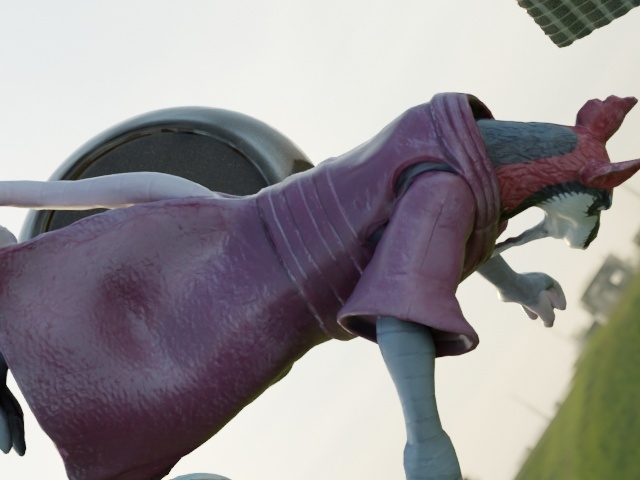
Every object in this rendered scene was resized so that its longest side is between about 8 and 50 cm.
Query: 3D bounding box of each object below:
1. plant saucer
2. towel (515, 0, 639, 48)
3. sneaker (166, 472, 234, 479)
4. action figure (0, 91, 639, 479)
[{"bbox_3d":[-0.139,0.010,1.713,0.310,0.311,0.050,-55,-22,-12],"label":"plant saucer"},{"bbox_3d":[0.227,-0.281,1.507,0.235,0.121,0.284,-31,-34,17],"label":"towel"},{"bbox_3d":[-0.049,0.339,1.250,0.135,0.365,0.150,-6,-15,-18],"label":"sneaker"},{"bbox_3d":[0.000,0.000,1.040,0.370,0.275,0.248,-30,9,12],"label":"action figure"}]
